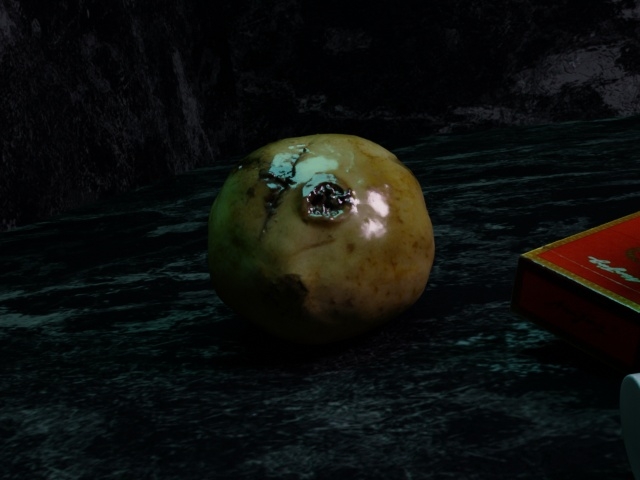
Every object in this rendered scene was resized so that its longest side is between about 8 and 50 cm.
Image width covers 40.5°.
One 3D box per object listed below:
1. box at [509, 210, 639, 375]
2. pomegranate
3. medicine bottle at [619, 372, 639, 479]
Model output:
[{"bbox_3d":[0.323,0.042,0.854,0.239,0.074,0.153,-16,36,-36],"label":"box"},{"bbox_3d":[0.000,0.000,0.974,0.260,0.260,0.260,-8,12,2],"label":"pomegranate"},{"bbox_3d":[0.299,0.118,0.564,0.183,0.086,0.086,-7,12,3],"label":"medicine bottle"}]
